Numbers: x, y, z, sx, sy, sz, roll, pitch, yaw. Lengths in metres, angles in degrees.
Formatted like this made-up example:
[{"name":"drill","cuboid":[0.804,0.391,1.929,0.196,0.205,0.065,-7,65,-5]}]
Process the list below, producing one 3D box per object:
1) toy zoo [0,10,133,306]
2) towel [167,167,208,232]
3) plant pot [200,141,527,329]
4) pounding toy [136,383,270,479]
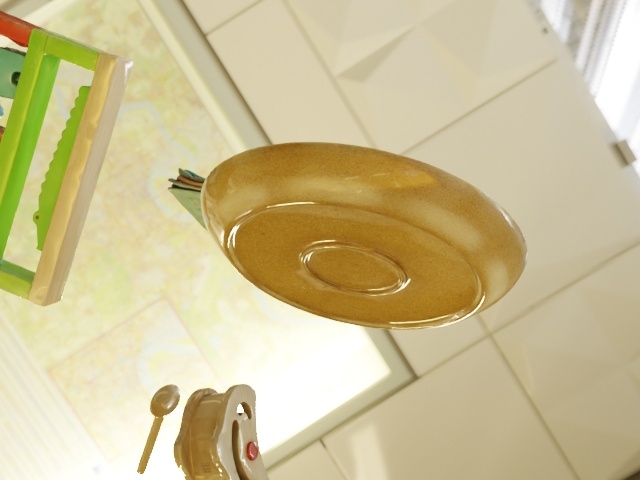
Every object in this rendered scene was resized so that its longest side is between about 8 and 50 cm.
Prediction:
[{"name":"toy zoo","cuboid":[-0.300,-0.092,0.750,0.030,0.293,0.192,-25,136,-75]},{"name":"towel","cuboid":[0.000,0.000,1.399,0.370,0.271,0.040,9,-114,23]},{"name":"plant pot","cuboid":[0.026,0.010,0.712,0.236,0.236,0.032,-25,-136,52]},{"name":"pounding toy","cuboid":[-0.176,0.308,1.517,0.154,0.270,0.154,-10,-156,24]}]
